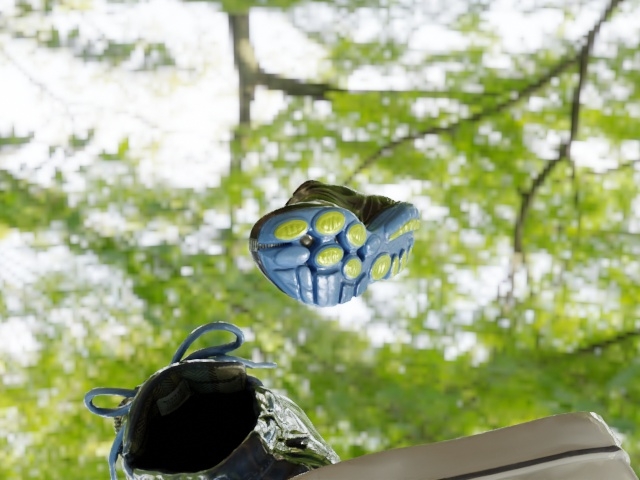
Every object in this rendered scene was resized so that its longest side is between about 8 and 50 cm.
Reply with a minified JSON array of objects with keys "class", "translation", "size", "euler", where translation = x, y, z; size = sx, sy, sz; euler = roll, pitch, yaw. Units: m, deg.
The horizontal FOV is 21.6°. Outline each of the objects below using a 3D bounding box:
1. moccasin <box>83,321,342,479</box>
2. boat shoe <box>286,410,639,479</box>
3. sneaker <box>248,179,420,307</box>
[{"class":"moccasin","translation":[-0.064,0.119,1.078],"size":[0.138,0.117,0.342],"euler":[-42,-160,-16]},{"class":"boat shoe","translation":[0.045,0.156,0.781],"size":[0.267,0.096,0.088],"euler":[-8,-128,-31]},{"class":"sneaker","translation":[0.000,0.000,1.096],"size":[0.078,0.067,0.188],"euler":[15,-168,23]}]
